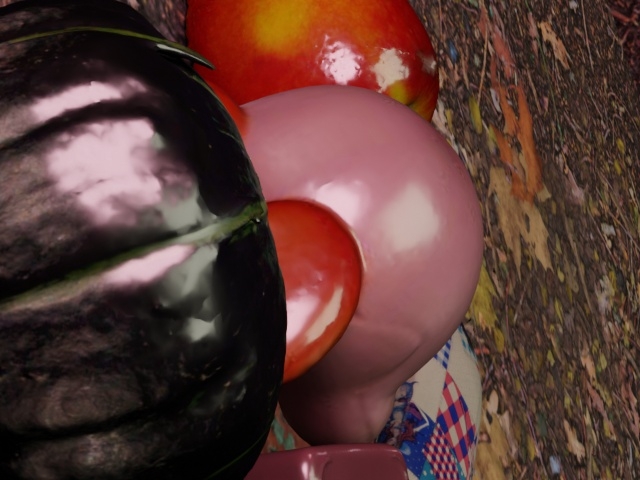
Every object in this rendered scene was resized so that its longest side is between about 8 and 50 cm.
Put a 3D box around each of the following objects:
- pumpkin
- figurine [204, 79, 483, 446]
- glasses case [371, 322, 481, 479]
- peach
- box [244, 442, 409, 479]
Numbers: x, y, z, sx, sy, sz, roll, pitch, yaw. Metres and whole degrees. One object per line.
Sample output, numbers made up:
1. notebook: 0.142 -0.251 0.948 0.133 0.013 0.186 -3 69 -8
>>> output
1. pumpkin: -0.156 0.029 0.902 0.296 0.296 0.296 43 39 -50
2. figurine: 0.001 -0.006 1.192 0.270 0.211 0.261 52 2 35
3. glasses case: 0.085 0.174 1.517 0.125 0.076 0.327 60 27 -28
4. peach: -0.019 -0.141 1.410 0.190 0.226 0.196 -34 150 -32
5. box: -0.027 0.263 1.116 0.193 0.167 0.294 10 68 -62
